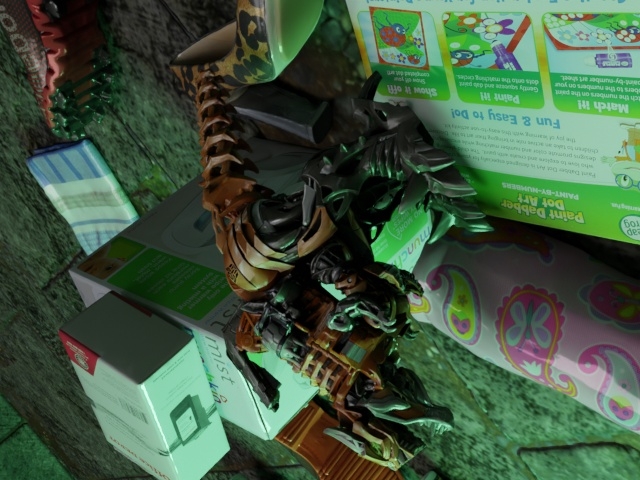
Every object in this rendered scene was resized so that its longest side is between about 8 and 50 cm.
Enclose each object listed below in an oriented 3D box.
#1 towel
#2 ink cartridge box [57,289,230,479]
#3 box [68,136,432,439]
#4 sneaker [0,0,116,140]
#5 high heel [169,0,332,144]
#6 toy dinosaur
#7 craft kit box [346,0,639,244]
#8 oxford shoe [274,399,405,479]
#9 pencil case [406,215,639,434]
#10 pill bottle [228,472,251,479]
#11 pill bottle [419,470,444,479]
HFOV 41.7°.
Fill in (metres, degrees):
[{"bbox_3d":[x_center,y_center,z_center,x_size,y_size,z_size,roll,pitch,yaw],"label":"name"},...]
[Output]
[{"bbox_3d":[-0.332,-0.021,1.290,0.209,0.034,0.285,-1,124,49],"label":"towel"},{"bbox_3d":[-0.149,0.132,0.725,0.109,0.063,0.150,23,139,33],"label":"ink cartridge box"},{"bbox_3d":[-0.058,0.030,0.814,0.231,0.262,0.126,17,136,41],"label":"box"},{"bbox_3d":[-0.315,-0.243,0.979,0.135,0.098,0.276,34,143,20],"label":"sneaker"},{"bbox_3d":[-0.089,-0.204,0.753,0.186,0.093,0.261,24,150,23],"label":"high heel"},{"bbox_3d":[0.000,0.000,0.616,0.322,0.218,0.164,52,-172,-5],"label":"toy dinosaur"},{"bbox_3d":[0.141,-0.125,0.613,0.250,0.061,0.246,15,132,41],"label":"craft kit box"},{"bbox_3d":[0.026,0.305,1.183,0.271,0.097,0.098,41,167,18],"label":"oxford shoe"},{"bbox_3d":[0.211,0.073,0.679,0.284,0.124,0.124,27,142,27],"label":"pencil case"},{"bbox_3d":[-0.065,0.513,1.434,0.264,0.146,0.146,32,144,24],"label":"pill bottle"},{"bbox_3d":[0.165,0.358,1.077,0.116,0.065,0.065,42,147,10],"label":"pill bottle"}]
